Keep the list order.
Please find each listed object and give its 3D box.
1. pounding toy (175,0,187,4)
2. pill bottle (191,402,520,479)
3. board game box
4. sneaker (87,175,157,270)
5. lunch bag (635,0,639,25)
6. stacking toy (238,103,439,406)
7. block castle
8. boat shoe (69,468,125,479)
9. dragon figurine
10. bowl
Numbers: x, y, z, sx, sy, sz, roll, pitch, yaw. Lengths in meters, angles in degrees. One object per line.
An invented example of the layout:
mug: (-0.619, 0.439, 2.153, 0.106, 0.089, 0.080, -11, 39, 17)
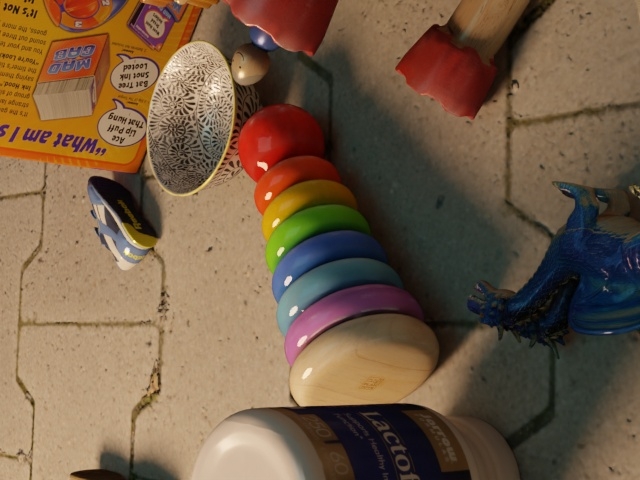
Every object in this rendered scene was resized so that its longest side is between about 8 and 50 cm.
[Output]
pounding toy: (-0.125, -0.280, 0.963, 0.206, 0.094, 0.181, 12, 91, 44)
pill bottle: (0.037, 0.211, 1.042, 0.153, 0.264, 0.153, -5, 83, 46)
board game box: (-0.382, -0.332, 1.491, 0.356, 0.356, 0.356, 42, 116, 41)
sneaker: (-0.253, -0.023, 1.542, 0.059, 0.053, 0.144, -58, 47, 28)
lunch bag: (0.302, -0.213, 0.843, 0.256, 0.212, 0.305, 130, 131, -55)
stacking toy: (0.000, 0.000, 1.224, 0.141, 0.141, 0.330, -47, 47, 34)
block castle: (-0.042, -0.295, 1.161, 0.213, 0.303, 0.453, -57, 49, 18)
boat shoe: (-0.241, 0.315, 1.487, 0.178, 0.064, 0.060, 5, 95, 54)
dragon figurine: (0.241, 0.031, 0.971, 0.289, 0.085, 0.144, 7, 91, 48)
bowl: (-0.113, -0.127, 1.376, 0.170, 0.080, 0.170, -10, 76, 49)
